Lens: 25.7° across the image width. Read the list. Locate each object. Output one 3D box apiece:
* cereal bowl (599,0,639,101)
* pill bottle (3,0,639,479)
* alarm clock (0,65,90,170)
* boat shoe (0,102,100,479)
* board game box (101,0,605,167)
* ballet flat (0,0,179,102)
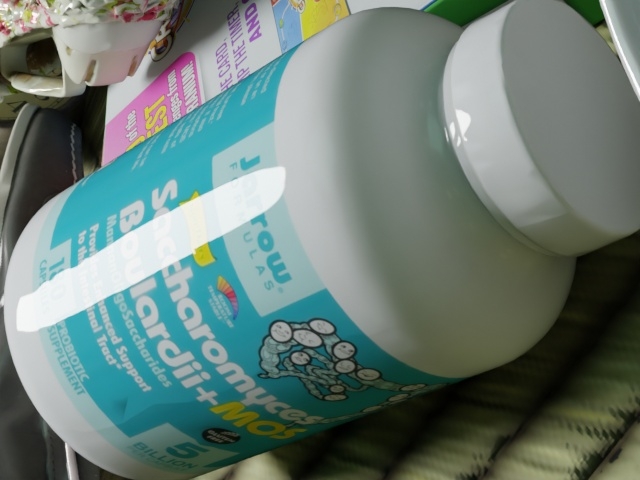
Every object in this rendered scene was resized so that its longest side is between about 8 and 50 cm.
[{"bbox_3d":[0.226,-0.129,0.337,0.339,0.141,0.339,9,100,55],"label":"cereal bowl"},{"bbox_3d":[0.000,0.000,0.570,0.264,0.146,0.146,-27,48,39],"label":"pill bottle"},{"bbox_3d":[-0.209,-0.114,0.934,0.192,0.129,0.064,-52,-10,-41],"label":"alarm clock"},{"bbox_3d":[-0.143,0.068,0.768,0.112,0.095,0.335,104,170,-52],"label":"boat shoe"},{"bbox_3d":[0.009,-0.148,0.727,0.316,0.064,0.242,-32,45,35],"label":"board game box"},{"bbox_3d":[-0.132,-0.120,0.773,0.241,0.091,0.077,0,99,59],"label":"ballet flat"}]
